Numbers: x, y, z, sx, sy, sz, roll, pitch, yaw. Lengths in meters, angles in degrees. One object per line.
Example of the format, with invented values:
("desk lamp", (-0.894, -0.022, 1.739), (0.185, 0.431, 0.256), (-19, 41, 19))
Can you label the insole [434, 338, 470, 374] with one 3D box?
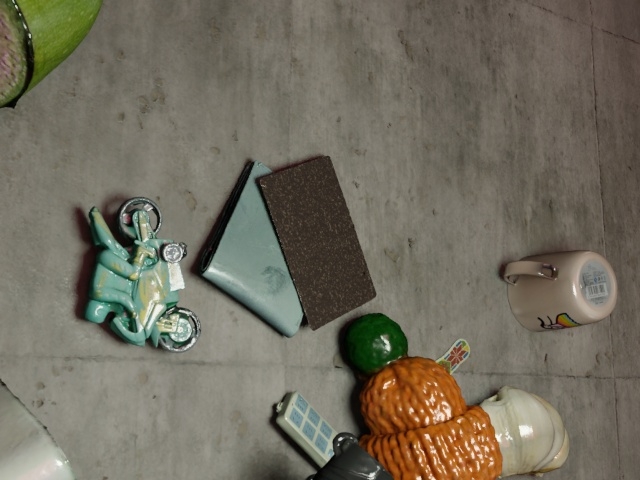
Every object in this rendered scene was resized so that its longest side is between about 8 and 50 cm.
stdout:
("insole", (0.283, 0.294, 1.925), (0.193, 0.006, 0.065), (-39, 102, -31))

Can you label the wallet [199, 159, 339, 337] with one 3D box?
("wallet", (-0.098, 0.017, 1.709), (0.251, 0.054, 0.290), (39, 56, -26))

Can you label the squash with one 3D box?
("squash", (-0.521, -0.428, 1.415), (0.310, 0.310, 0.309), (47, 43, -16))

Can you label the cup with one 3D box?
("cup", (0.568, 0.107, 2.028), (0.252, 0.200, 0.192), (26, 68, -25))

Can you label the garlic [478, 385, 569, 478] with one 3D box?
("garlic", (0.458, 0.424, 1.910), (0.281, 0.185, 0.203), (5, 58, -30))

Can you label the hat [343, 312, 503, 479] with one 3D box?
("hat", (0.204, 0.338, 1.735), (0.285, 0.285, 0.400), (1, 69, -33))

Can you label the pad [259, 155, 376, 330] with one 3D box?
("pad", (0.000, 0.000, 1.761), (0.220, 0.004, 0.330), (-23, 96, -44))

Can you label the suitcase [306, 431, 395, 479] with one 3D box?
("suitcase", (0.089, 0.546, 1.513), (0.339, 0.345, 0.188), (36, 58, 10))

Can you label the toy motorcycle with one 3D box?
("toy motorcycle", (-0.338, 0.074, 1.524), (0.198, 0.109, 0.297), (-14, 90, -24))

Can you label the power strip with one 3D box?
("power strip", (-0.016, 0.387, 1.683), (0.192, 0.035, 0.081), (48, 32, -16))

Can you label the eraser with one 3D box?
("eraser", (-0.476, 0.348, 1.249), (0.150, 0.331, 0.331), (-32, 98, -32))
